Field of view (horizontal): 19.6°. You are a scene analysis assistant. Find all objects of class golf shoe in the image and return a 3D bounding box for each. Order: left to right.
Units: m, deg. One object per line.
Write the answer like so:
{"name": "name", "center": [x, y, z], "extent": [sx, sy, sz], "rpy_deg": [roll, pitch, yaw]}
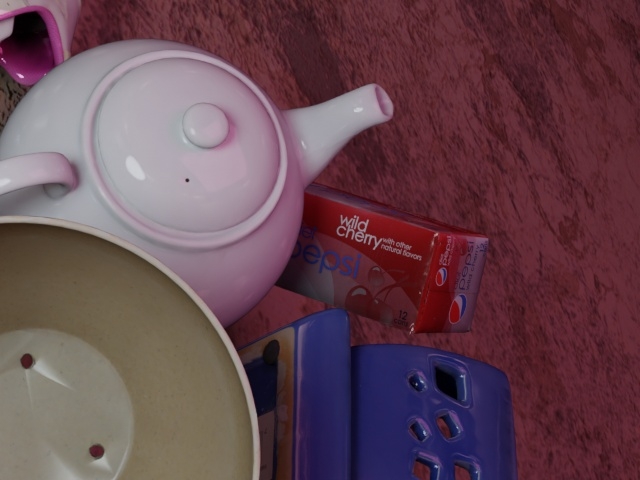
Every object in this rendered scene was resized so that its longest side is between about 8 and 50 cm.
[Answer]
{"name": "golf shoe", "center": [-0.282, -0.210, 1.352], "extent": [0.306, 0.115, 0.140], "rpy_deg": [19, 58, -49]}

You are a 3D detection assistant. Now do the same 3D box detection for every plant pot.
{"name": "plant pot", "center": [-0.184, 0.126, 1.169], "extent": [0.191, 0.284, 0.284], "rpy_deg": [-174, -121, -85]}
{"name": "plant pot", "center": [-0.003, 0.197, 1.394], "extent": [0.212, 0.236, 0.236], "rpy_deg": [30, 48, -37]}

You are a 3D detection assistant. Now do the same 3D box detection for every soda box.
{"name": "soda box", "center": [0.000, 0.000, 1.493], "extent": [0.092, 0.263, 0.083], "rpy_deg": [4, 102, -57]}

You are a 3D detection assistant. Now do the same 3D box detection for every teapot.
{"name": "teapot", "center": [-0.118, -0.049, 1.348], "extent": [0.252, 0.187, 0.256], "rpy_deg": [31, 62, -9]}
